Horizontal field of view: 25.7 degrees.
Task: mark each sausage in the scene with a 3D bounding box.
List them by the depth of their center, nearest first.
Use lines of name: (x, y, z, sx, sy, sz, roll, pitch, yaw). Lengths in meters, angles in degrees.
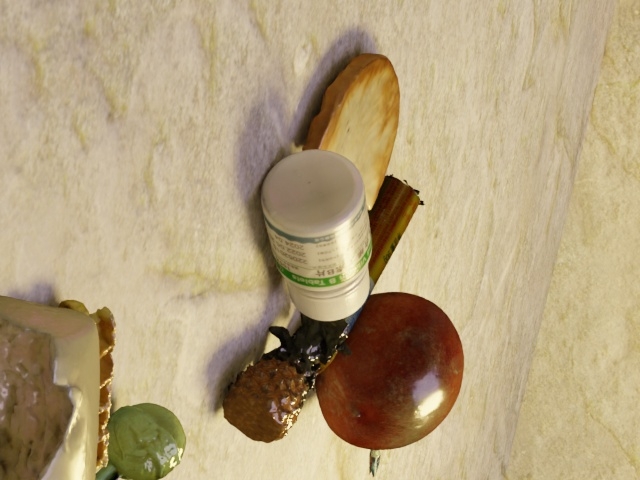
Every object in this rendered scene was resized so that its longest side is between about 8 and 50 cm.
sausage: (0.050, 0.063, 2.153, 0.371, 0.082, 0.082, -60, 158, -26)

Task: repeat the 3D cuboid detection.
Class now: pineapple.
pineapple: (-0.039, 0.178, 1.965, 0.237, 0.119, 0.111, -53, 167, -44)

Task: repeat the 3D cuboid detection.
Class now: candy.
candy: (-0.272, 0.293, 1.532, 0.335, 0.092, 0.093, -42, 104, -40)

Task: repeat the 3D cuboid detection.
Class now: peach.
peach: (0.107, 0.210, 2.215, 0.252, 0.252, 0.252, -53, 153, -41)

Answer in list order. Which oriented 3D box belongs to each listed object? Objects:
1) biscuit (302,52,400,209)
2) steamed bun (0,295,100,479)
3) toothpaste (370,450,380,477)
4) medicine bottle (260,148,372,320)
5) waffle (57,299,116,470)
biscuit: (0.053, -0.165, 2.002, 0.205, 0.040, 0.309, -68, 161, -6)
steamed bun: (-0.279, 0.155, 1.202, 0.200, 0.170, 0.226, -7, 112, -34)
toothpaste: (0.106, 0.428, 2.721, 0.083, 0.019, 0.027, 91, 9, -50)
medicine bottle: (0.000, 0.000, 1.878, 0.139, 0.139, 0.237, -59, 158, -30)
waffle: (-0.289, 0.181, 1.398, 0.219, 0.057, 0.229, -41, 144, -54)
